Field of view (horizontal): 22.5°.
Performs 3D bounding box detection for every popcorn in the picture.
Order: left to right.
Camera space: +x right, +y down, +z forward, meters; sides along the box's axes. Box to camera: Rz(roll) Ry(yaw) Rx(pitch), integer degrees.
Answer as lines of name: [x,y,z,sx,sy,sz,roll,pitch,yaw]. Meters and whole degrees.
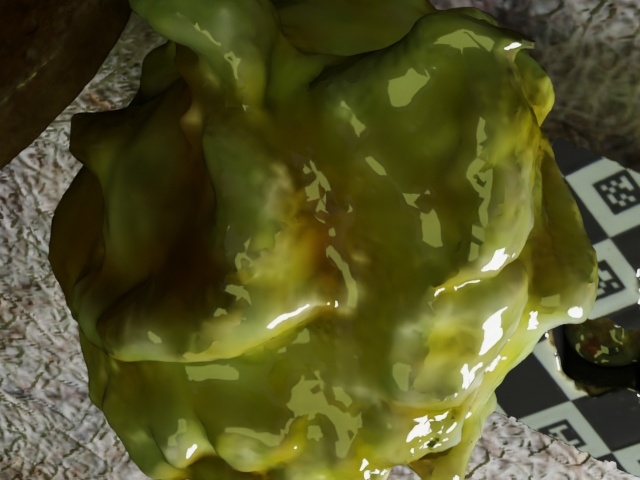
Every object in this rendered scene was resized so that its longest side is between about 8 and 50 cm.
popcorn: [0.004,-0.008,0.870,0.274,0.279,0.335,36,111,4]

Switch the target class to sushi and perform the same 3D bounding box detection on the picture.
sushi: [0.219,0.053,0.983,0.231,0.047,0.219,25,132,7]

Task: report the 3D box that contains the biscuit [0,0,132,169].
biscuit: [-0.223,-0.126,0.897,0.273,0.257,0.049,-25,146,15]
